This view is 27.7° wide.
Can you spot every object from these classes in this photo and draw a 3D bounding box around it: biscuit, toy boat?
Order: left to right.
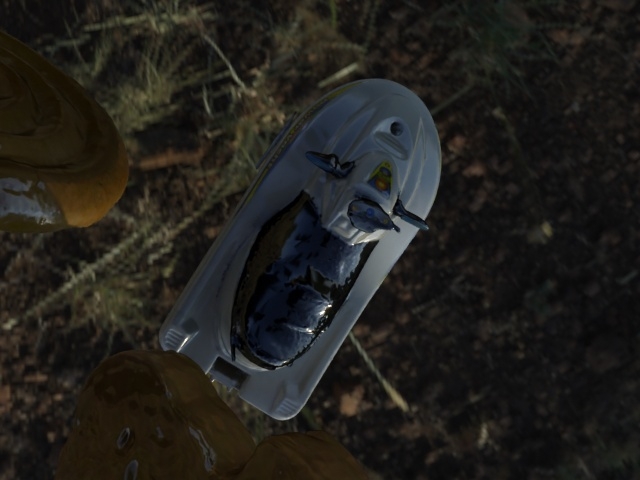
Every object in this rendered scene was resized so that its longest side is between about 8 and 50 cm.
[{"bbox_3d":[-0.227,-0.089,0.748,0.262,0.262,0.037,21,113,-25],"label":"biscuit"},{"bbox_3d":[-0.069,0.243,0.773,0.057,0.312,0.351,4,86,-48],"label":"biscuit"},{"bbox_3d":[-0.004,0.003,0.991,0.140,0.141,0.269,30,102,-28],"label":"toy boat"}]
